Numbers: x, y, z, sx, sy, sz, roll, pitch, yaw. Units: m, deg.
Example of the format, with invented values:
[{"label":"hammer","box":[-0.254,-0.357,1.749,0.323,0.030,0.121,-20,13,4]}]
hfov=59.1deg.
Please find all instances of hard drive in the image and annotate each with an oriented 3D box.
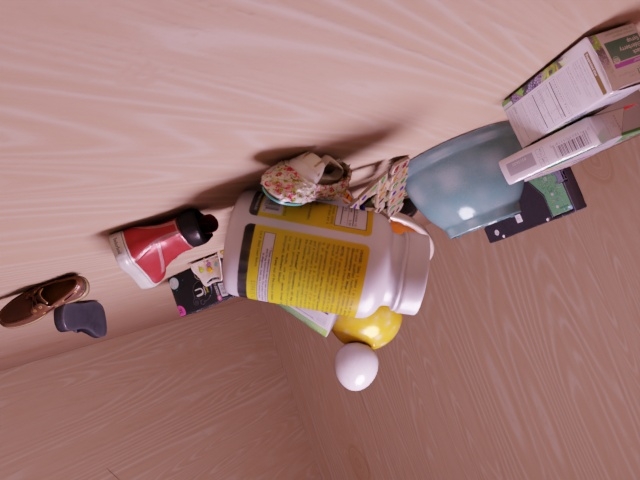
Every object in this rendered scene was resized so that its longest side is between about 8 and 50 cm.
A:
[{"label":"hard drive","box":[0.596,-0.148,1.682,0.064,0.237,0.339,-17,172,-29]}]

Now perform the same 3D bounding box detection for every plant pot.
[{"label":"plant pot","box":[0.347,-0.121,1.313,0.292,0.197,0.293,-20,174,-2]}]

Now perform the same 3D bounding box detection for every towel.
[{"label":"towel","box":[0.194,-0.120,1.597,0.148,0.027,0.110,-18,174,-24]}]

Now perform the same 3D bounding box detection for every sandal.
[{"label":"sandal","box":[-0.638,0.205,1.496,0.054,0.097,0.254,-9,164,4]}]

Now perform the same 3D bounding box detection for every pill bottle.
[{"label":"pill bottle","box":[0.011,0.031,0.982,0.333,0.188,0.188,11,173,1]}]

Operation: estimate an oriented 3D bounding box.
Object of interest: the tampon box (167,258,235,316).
[{"label":"tampon box","box":[-0.341,0.136,1.653,0.160,0.121,0.101,-23,174,23]}]

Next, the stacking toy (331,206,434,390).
[{"label":"stacking toy","box":[0.133,0.180,1.572,0.350,0.480,0.351,6,149,4]}]

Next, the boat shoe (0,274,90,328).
[{"label":"boat shoe","box":[-0.550,0.115,1.112,0.177,0.064,0.060,-25,170,-13]}]

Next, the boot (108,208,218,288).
[{"label":"boot","box":[-0.266,0.013,1.039,0.176,0.089,0.244,-21,170,-10]}]

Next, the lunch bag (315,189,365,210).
[{"label":"lunch bag","box":[0.000,0.000,1.360,0.243,0.115,0.303,-18,157,-2]}]

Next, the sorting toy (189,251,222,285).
[{"label":"sorting toy","box":[-0.300,0.081,1.526,0.083,0.075,0.045,-20,173,2]}]

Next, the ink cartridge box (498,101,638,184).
[{"label":"ink cartridge box","box":[0.460,-0.175,1.025,0.224,0.056,0.181,-17,173,-39]}]

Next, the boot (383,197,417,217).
[{"label":"boot","box":[0.192,-0.085,1.757,0.189,0.076,0.208,-26,165,24]}]

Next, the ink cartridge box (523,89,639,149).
[{"label":"ink cartridge box","box":[0.611,-0.253,1.378,0.201,0.117,0.278,-18,174,-19]}]

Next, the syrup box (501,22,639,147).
[{"label":"syrup box","box":[0.412,-0.244,0.924,0.093,0.096,0.237,-21,174,-16]}]

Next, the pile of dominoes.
[{"label":"pile of dominoes","box":[0.138,-0.063,1.244,0.196,0.040,0.251,-43,159,-17]}]

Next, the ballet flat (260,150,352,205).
[{"label":"ballet flat","box":[-0.016,-0.107,0.913,0.077,0.091,0.241,-55,165,19]}]

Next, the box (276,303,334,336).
[{"label":"box","box":[-0.057,0.093,1.227,0.059,0.232,0.322,-54,171,-22]}]

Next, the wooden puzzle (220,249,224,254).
[{"label":"wooden puzzle","box":[-0.223,0.023,1.558,0.116,0.014,0.078,-18,174,-21]}]
